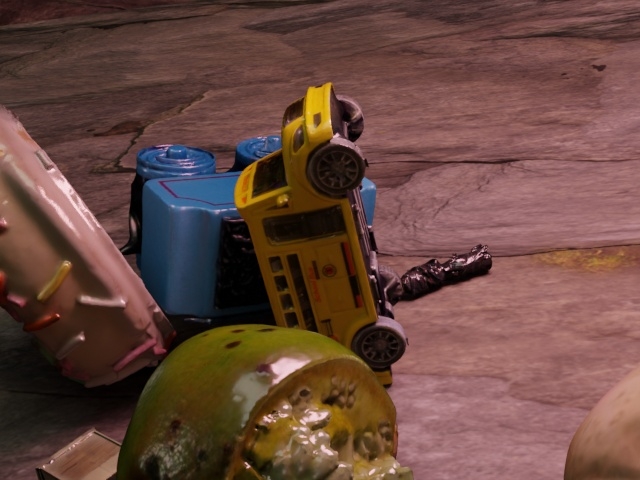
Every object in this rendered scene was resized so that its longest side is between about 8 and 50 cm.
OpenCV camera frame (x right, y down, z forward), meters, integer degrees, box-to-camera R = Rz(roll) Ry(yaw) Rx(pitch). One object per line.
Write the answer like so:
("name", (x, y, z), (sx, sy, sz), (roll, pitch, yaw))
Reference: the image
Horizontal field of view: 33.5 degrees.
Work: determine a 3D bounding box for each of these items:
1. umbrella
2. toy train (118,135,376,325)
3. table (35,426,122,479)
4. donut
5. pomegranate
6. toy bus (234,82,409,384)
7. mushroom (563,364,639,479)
("umbrella", (0.151, 0.041, 1.353), (0.144, 0.040, 0.037), (-19, 37, -12))
("toy train", (-0.100, -0.019, 1.365), (0.300, 0.188, 0.265), (-7, 26, -29))
("table", (-0.227, 0.247, 1.080), (0.083, 0.062, 0.079), (15, 37, 40))
("donut", (-0.327, 0.015, 1.252), (0.142, 0.382, 0.382), (-38, 34, -11))
("pomegranate", (-0.034, 0.197, 0.927), (0.260, 0.260, 0.341), (6, 3, 30))
("toy bus", (0.000, 0.000, 1.174), (0.152, 0.330, 0.144), (-11, 27, 7))
("mushroom", (0.282, 0.255, 0.678), (0.325, 0.353, 0.353), (-3, 21, -30))
